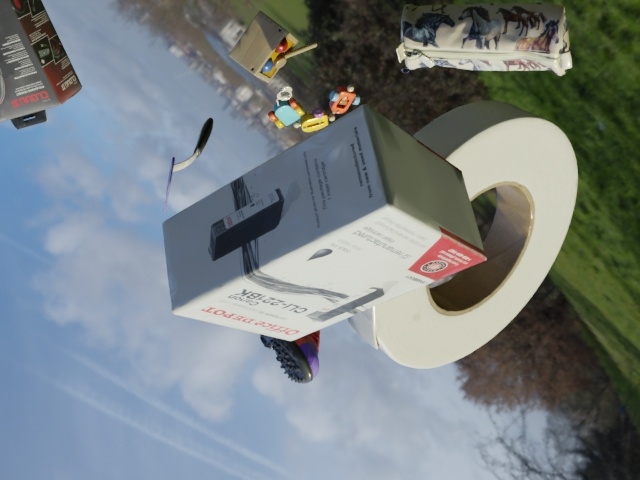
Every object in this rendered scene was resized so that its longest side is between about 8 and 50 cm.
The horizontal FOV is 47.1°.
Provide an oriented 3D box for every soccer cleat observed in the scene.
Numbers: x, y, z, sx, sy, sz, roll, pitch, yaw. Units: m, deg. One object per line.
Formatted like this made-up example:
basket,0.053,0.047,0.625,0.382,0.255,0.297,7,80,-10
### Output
soccer cleat,-0.045,0.184,1.436,0.318,0.116,0.108,-154,45,-71

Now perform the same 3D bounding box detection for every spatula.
spatula,-0.254,-0.159,1.413,0.030,0.084,0.296,21,-141,0

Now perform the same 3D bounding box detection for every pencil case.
pencil case,0.391,-0.476,1.748,0.410,0.183,0.160,7,147,19

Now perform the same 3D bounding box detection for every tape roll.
tape roll,0.200,0.001,1.017,0.072,0.392,0.392,39,180,42

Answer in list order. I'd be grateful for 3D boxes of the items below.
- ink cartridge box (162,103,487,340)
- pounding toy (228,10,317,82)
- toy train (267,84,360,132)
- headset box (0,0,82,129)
ink cartridge box,0.000,0.000,0.766,0.197,0.273,0.114,23,-130,-49
pounding toy,-0.096,-0.398,1.530,0.100,0.130,0.141,39,-170,7
toy train,-0.018,-0.259,1.373,0.166,0.125,0.046,1,-128,-26
headset box,-0.615,-0.355,1.402,0.110,0.218,0.293,-76,-29,-58
